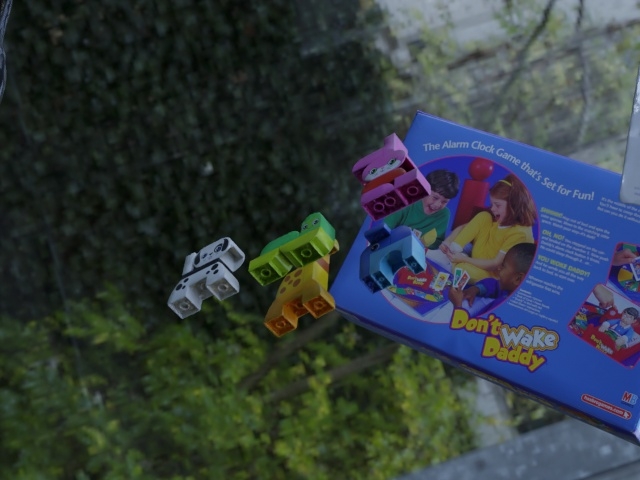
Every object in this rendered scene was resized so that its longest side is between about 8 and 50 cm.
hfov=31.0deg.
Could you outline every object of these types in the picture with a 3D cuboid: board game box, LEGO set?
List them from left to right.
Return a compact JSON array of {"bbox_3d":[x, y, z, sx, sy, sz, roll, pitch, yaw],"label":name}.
[{"bbox_3d":[0.000,0.000,0.897,0.087,0.227,0.093,49,28,-31],"label":"LEGO set"},{"bbox_3d":[0.207,0.029,1.169,0.347,0.233,0.078,22,-9,30],"label":"board game box"}]

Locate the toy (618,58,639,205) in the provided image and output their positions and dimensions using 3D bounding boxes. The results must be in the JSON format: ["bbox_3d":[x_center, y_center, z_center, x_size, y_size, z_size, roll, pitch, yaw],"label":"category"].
[{"bbox_3d":[0.271,-0.115,0.718,0.056,0.136,0.237,55,45,-66],"label":"toy"}]

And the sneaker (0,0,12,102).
[{"bbox_3d":[-0.382,-0.224,1.011,0.483,0.202,0.185,60,-40,44],"label":"sneaker"}]
